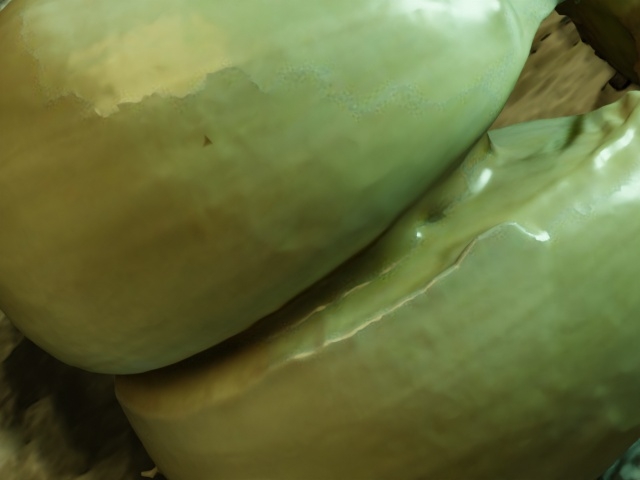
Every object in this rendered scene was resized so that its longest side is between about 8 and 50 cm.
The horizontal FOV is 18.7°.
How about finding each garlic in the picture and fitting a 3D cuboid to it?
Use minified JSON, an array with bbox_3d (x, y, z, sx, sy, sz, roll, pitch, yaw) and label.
[{"bbox_3d":[0.000,0.000,0.829,0.313,0.286,0.249,-9,13,39],"label":"garlic"}]

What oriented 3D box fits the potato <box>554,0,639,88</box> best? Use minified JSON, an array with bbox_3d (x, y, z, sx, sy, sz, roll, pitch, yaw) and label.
[{"bbox_3d":[0.167,-0.237,0.861,0.301,0.237,0.289,-50,41,-1],"label":"potato"}]
